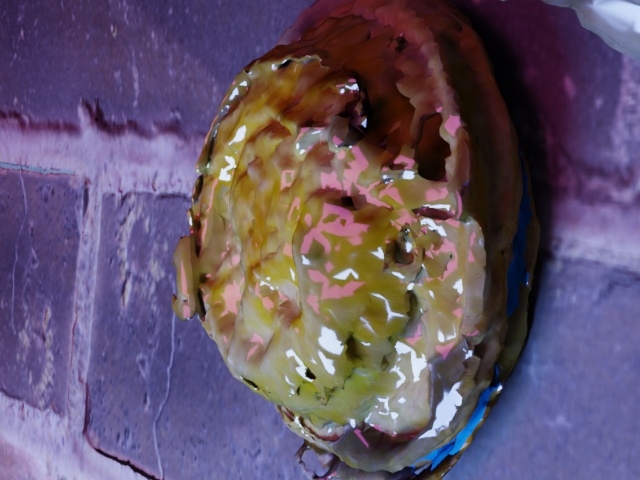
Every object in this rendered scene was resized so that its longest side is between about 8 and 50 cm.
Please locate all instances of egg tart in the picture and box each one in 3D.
[{"bbox_3d":[0.000,0.000,0.806,0.291,0.107,0.290,-8,80,60],"label":"egg tart"}]

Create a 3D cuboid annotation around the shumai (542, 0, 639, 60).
[{"bbox_3d":[0.161,-0.202,0.517,0.346,0.217,0.283,60,170,21],"label":"shumai"}]
